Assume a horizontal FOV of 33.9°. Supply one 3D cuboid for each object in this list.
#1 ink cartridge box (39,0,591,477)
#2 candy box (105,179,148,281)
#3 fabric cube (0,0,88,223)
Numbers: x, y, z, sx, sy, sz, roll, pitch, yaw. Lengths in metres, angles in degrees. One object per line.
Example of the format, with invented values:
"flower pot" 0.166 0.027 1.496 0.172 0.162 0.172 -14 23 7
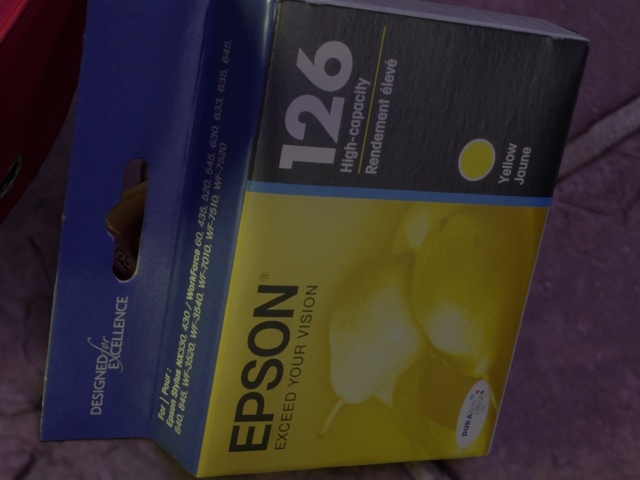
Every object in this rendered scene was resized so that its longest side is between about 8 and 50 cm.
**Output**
"ink cartridge box" 0.000 0.000 0.652 0.307 0.303 0.072 0 21 -29
"candy box" -0.065 -0.009 0.759 0.187 0.053 0.109 -32 78 -36
"fabric cube" -0.279 -0.133 0.598 0.259 0.258 0.254 28 51 -8
